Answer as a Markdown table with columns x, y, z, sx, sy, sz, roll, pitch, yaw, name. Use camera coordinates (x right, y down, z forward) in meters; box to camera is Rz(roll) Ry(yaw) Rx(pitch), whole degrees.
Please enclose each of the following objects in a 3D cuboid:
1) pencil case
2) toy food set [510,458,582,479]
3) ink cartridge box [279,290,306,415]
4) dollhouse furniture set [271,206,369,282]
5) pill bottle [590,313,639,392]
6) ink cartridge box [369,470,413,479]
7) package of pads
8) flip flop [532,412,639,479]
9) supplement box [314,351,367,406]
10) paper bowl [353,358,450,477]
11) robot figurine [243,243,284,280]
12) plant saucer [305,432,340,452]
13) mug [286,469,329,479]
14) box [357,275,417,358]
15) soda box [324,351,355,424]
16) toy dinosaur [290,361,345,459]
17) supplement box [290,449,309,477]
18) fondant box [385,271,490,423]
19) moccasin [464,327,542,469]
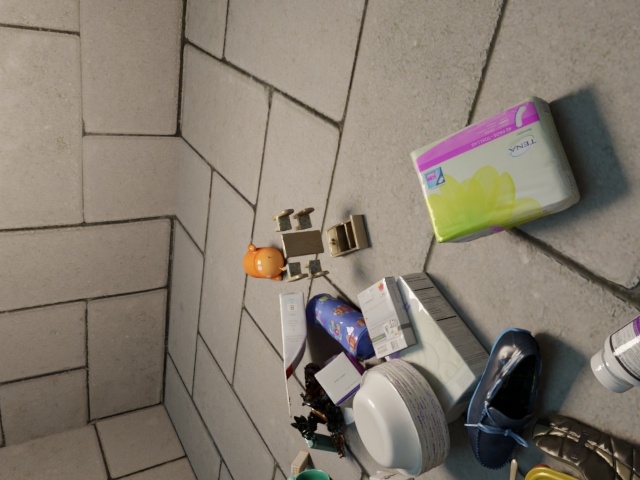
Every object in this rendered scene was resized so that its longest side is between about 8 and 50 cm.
| x | y | z | sx | sy | sz | roll | pitch | yaw | name |
| --- | --- | --- | --- | --- | --- | --- | --- | --- | --- |
| 0.077 | 0.273 | 1.695 | 0.306 | 0.119 | 0.133 | 27 | 131 | 52 | pencil case |
| 0.505 | 0.530 | 1.115 | 0.217 | 0.071 | 0.128 | 2 | 97 | 53 | toy food set |
| -0.081 | 0.396 | 1.818 | 0.308 | 0.091 | 0.385 | 97 | 167 | -70 | ink cartridge box |
| 0.000 | 0.000 | 1.651 | 0.161 | 0.242 | 0.212 | -25 | 75 | 56 | dollhouse furniture set |
| 0.568 | 0.186 | 0.920 | 0.108 | 0.108 | 0.193 | 63 | 143 | 29 | pill bottle |
| 0.212 | 0.769 | 1.621 | 0.181 | 0.061 | 0.104 | -27 | 73 | 56 | ink cartridge box |
| 0.358 | -0.132 | 1.117 | 0.296 | 0.101 | 0.229 | -23 | 76 | 34 | package of pads |
| 0.535 | 0.432 | 1.040 | 0.112 | 0.080 | 0.277 | -53 | 22 | -9 | flip flop |
| 0.084 | 0.422 | 1.595 | 0.114 | 0.111 | 0.220 | 50 | 180 | 27 | supplement box |
| 0.187 | 0.460 | 1.366 | 0.284 | 0.148 | 0.284 | 49 | 147 | 48 | paper bowl |
| -0.229 | 0.088 | 2.131 | 0.219 | 0.128 | 0.158 | -3 | 92 | 57 | robot figurine |
| 0.006 | 0.696 | 1.846 | 0.018 | 0.192 | 0.067 | -44 | 50 | 7 | plant saucer |
| -0.035 | 0.922 | 1.973 | 0.157 | 0.129 | 0.097 | 8 | 105 | 55 | mug |
| 0.174 | 0.209 | 1.431 | 0.145 | 0.038 | 0.186 | -42 | 61 | 52 | box |
| 0.091 | 0.482 | 1.750 | 0.069 | 0.073 | 0.216 | -47 | 57 | 50 | soda box |
| 0.023 | 0.581 | 1.818 | 0.164 | 0.218 | 0.322 | -43 | 87 | 12 | toy dinosaur |
| -0.080 | 0.868 | 2.063 | 0.036 | 0.098 | 0.062 | 10 | 107 | 18 | supplement box |
| 0.281 | 0.283 | 1.399 | 0.330 | 0.096 | 0.238 | 58 | 140 | 36 | fondant box |
| 0.397 | 0.362 | 1.167 | 0.117 | 0.137 | 0.342 | -88 | 0 | -74 | moccasin |
